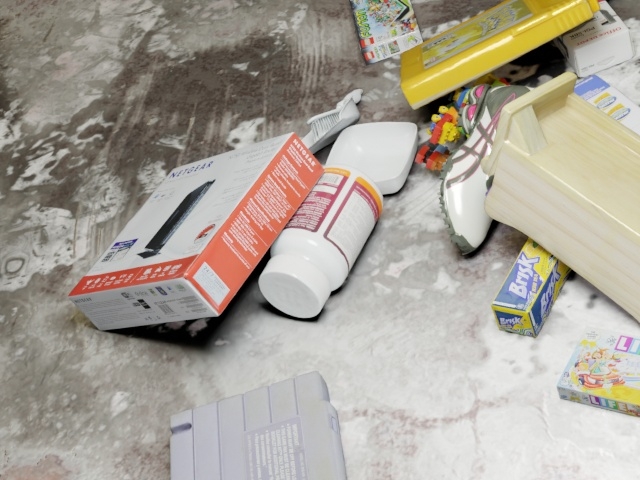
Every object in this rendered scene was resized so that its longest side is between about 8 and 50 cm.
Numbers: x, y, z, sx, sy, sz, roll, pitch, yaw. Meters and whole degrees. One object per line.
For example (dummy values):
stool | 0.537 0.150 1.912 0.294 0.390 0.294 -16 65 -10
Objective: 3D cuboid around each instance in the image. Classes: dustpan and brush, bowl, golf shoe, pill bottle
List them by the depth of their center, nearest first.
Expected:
golf shoe | 0.250 -0.112 1.779 0.120 0.105 0.273 -2 64 38
pill bottle | 0.000 0.000 1.816 0.121 0.121 0.221 6 49 31
bowl | 0.085 -0.124 1.961 0.142 0.053 0.142 0 46 25
dustpan and brush | 0.027 -0.209 2.060 0.147 0.060 0.211 -38 -5 39

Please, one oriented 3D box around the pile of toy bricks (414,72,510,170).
pile of toy bricks | 0.239 -0.175 1.922 0.105 0.118 0.212 28 40 12

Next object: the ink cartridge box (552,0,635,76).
ink cartridge box | 0.442 -0.339 2.017 0.099 0.056 0.135 -22 40 2

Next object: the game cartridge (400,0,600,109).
game cartridge | 0.279 -0.332 1.975 0.323 0.053 0.285 -28 15 12

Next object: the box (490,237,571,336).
box | 0.296 0.049 1.671 0.059 0.054 0.169 10 52 34

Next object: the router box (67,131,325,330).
router box | -0.192 -0.008 1.860 0.335 0.082 0.301 -11 36 50

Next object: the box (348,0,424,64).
box | 0.118 -0.410 2.266 0.114 0.036 0.207 -18 41 7

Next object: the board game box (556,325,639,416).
board game box | 0.385 0.166 1.523 0.154 0.026 0.103 10 50 34

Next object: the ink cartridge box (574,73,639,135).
ink cartridge box | 0.411 -0.116 1.786 0.185 0.065 0.311 -30 43 -4

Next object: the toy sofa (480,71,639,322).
toy sofa | 0.392 -0.046 1.601 0.150 0.177 0.362 -30 55 -32

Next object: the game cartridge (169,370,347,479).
game cartridge | -0.075 0.335 1.542 0.230 0.068 0.355 -15 41 5
